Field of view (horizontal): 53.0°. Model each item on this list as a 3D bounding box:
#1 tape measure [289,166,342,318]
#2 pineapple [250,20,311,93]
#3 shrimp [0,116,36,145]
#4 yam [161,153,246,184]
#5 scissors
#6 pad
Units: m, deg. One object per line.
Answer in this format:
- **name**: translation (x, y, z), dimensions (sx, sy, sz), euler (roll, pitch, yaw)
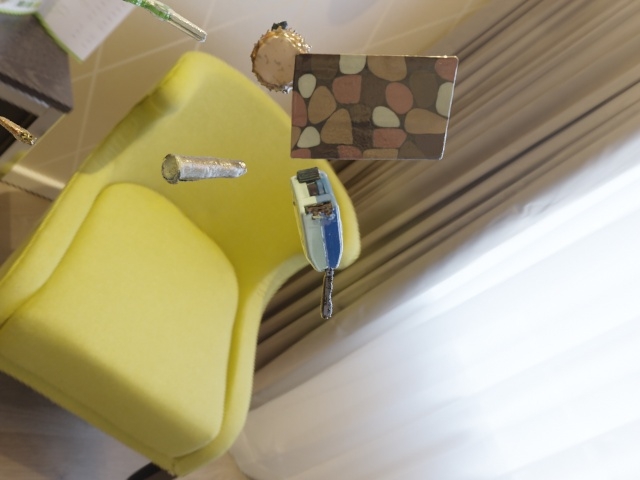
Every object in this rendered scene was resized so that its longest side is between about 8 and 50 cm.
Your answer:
- **tape measure**: translation (0.000, 0.000, 1.490), dimensions (0.215, 0.097, 0.351), euler (-107, -172, -46)
- **pineapple**: translation (-0.086, -0.442, 1.548), dimensions (0.310, 0.141, 0.170), euler (-85, 170, -75)
- **shrimp**: translation (-0.548, -0.198, 1.152), dimensions (0.108, 0.023, 0.059), euler (26, -13, 42)
- **yam**: translation (-0.125, -0.077, 0.711), dimensions (0.129, 0.027, 0.033), euler (-7, 87, -63)
- **scissors**: translation (-0.321, -0.460, 1.285), dimensions (0.204, 0.027, 0.101), euler (30, 27, -9)
- **pad**: translation (0.075, -0.190, 0.926), dimensions (0.003, 0.234, 0.158), euler (-102, -166, -59)
